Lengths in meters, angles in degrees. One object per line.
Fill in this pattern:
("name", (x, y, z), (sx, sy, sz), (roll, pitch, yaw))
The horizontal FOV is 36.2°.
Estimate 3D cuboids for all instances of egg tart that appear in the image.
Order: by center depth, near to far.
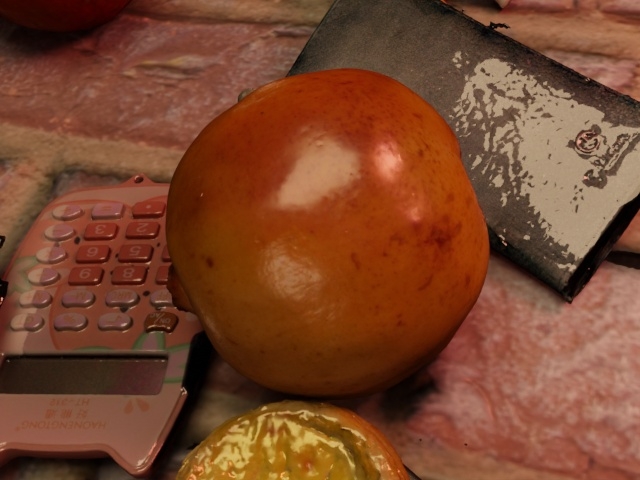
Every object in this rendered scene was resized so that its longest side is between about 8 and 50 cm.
("egg tart", (-0.020, 0.206, 0.709), (0.191, 0.074, 0.191), (-6, 52, 7))

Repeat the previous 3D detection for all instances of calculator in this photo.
("calculator", (-0.194, 0.066, 0.888), (0.220, 0.048, 0.330), (-2, 52, 12))

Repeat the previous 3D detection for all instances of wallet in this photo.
("wallet", (0.131, -0.116, 0.921), (0.379, 0.046, 0.191), (34, 87, 29))

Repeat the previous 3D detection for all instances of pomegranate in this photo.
("pomegranate", (0.000, 0.000, 0.777), (0.264, 0.264, 0.264), (-6, 53, 8))

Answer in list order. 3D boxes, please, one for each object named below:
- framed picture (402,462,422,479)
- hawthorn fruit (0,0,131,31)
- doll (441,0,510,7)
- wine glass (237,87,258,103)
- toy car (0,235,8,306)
("framed picture", (-0.008, 0.319, 0.679), (0.265, 0.016, 0.347), (35, 68, 31))
("hawthorn fruit", (-0.283, -0.367, 1.103), (0.330, 0.287, 0.287), (31, 64, 14))
("doll", (0.102, -0.293, 1.065), (0.217, 0.085, 0.183), (31, 67, 19))
("wine glass", (-0.067, -0.120, 0.997), (0.038, 0.042, 0.083), (-5, 50, 1))
("toy car", (-0.421, 0.084, 0.862), (0.301, 0.118, 0.193), (-17, 51, 11))
